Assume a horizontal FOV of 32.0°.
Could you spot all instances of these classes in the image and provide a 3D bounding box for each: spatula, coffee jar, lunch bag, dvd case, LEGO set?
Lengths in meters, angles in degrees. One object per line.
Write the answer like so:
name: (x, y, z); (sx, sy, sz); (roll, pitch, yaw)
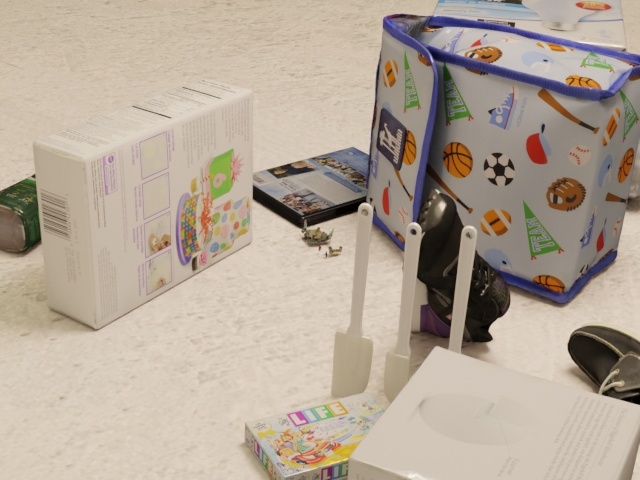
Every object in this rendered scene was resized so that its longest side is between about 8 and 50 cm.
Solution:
spatula: (0.100, 0.084, 1.254); (0.168, 0.242, 0.019); (12, 20, 20)
coffee jar: (-0.413, -0.054, 1.651); (0.096, 0.079, 0.184); (13, 29, 24)
lunch bag: (0.236, -0.133, 1.607); (0.385, 0.328, 0.239); (22, 31, 30)
dvd case: (0.014, -0.091, 1.831); (0.253, 0.022, 0.180); (-17, 34, -35)
LEGO set: (-0.002, 0.001, 1.655); (0.054, 0.023, 0.083); (-6, 42, -13)

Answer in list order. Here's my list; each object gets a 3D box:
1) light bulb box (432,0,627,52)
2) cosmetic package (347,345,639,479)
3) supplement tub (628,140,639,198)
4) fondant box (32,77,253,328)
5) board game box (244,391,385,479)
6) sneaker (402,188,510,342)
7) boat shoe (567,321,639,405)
light bulb box: (0.383, -0.331, 2.116); (0.358, 0.225, 0.361); (7, 28, 8)
cosmetic package: (0.170, 0.237, 1.074); (0.225, 0.138, 0.224); (14, 29, 23)
supplement tub: (0.392, -0.183, 1.861); (0.316, 0.193, 0.193); (9, 28, 13)
fondant box: (-0.225, -0.060, 1.507); (0.096, 0.238, 0.330); (19, 31, 31)
board game box: (0.008, 0.218, 1.216); (0.154, 0.026, 0.103); (-11, 30, -25)
sneaker: (0.173, 0.036, 1.342); (0.124, 0.283, 0.107); (16, 65, 14)
boat shoe: (0.359, 0.168, 1.289); (0.079, 0.084, 0.233); (-11, 33, -26)
